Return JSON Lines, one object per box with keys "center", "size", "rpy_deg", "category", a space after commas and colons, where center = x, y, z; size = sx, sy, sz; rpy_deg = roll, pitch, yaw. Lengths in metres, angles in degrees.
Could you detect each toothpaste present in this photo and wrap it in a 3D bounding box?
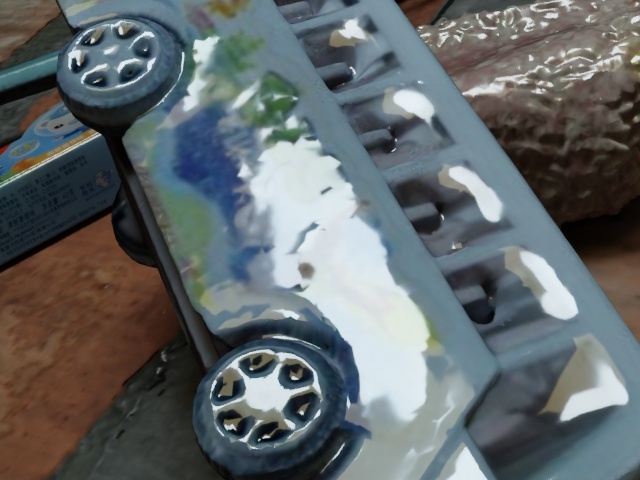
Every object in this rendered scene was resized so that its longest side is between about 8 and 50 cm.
{"center": [-0.178, -0.024, 0.732], "size": [0.193, 0.044, 0.070], "rpy_deg": [-30, 30, -15], "category": "toothpaste"}

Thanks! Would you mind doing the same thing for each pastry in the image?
{"center": [0.063, -0.053, 0.600], "size": [0.265, 0.112, 0.103], "rpy_deg": [-19, 33, 21], "category": "pastry"}

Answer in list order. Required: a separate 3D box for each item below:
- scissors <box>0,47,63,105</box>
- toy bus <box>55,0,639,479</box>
{"center": [-0.121, -0.121, 0.804], "size": [0.393, 0.032, 0.180], "rpy_deg": [-19, 13, -1], "category": "scissors"}
{"center": [0.000, 0.000, 0.471], "size": [0.136, 0.109, 0.329], "rpy_deg": [-24, 54, -7], "category": "toy bus"}
